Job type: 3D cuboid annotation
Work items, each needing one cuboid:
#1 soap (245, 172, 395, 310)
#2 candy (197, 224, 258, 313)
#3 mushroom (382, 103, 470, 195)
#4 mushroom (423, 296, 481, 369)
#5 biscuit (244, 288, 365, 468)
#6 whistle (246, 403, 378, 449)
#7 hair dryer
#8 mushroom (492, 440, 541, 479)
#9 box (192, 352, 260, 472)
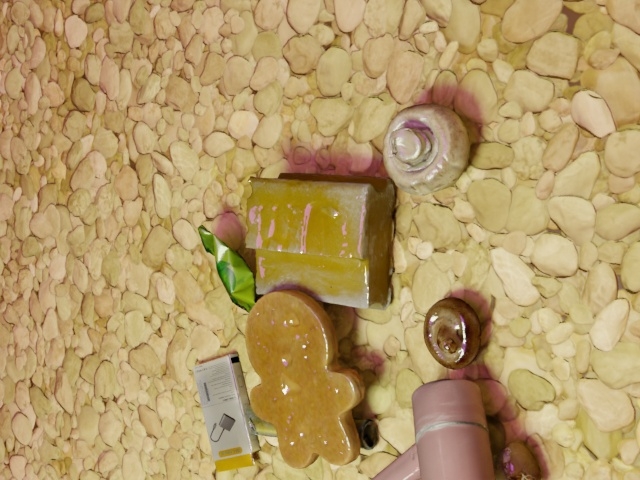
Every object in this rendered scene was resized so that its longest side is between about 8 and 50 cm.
[{"bbox_3d":[0.000,0.000,1.615,0.281,0.143,0.259,3,98,33],"label":"soap"},{"bbox_3d":[-0.177,0.079,1.774,0.069,0.149,0.246,-28,71,-9],"label":"candy"},{"bbox_3d":[0.183,-0.160,1.469,0.166,0.127,0.166,9,104,39],"label":"mushroom"},{"bbox_3d":[0.235,0.164,1.467,0.109,0.084,0.126,-136,54,-68],"label":"mushroom"},{"bbox_3d":[-0.037,0.268,1.611,0.275,0.052,0.355,-21,85,37],"label":"biscuit"},{"bbox_3d":[-0.028,0.381,1.694,0.326,0.057,0.068,-3,90,38],"label":"whistle"},{"bbox_3d":[0.178,0.419,1.479,0.352,0.125,0.210,126,151,-44],"label":"hair dryer"},{"bbox_3d":[0.292,0.429,1.443,0.084,0.071,0.209,40,123,-7],"label":"mushroom"},{"bbox_3d":[-0.209,0.385,1.851,0.129,0.033,0.247,-20,79,36],"label":"box"}]
